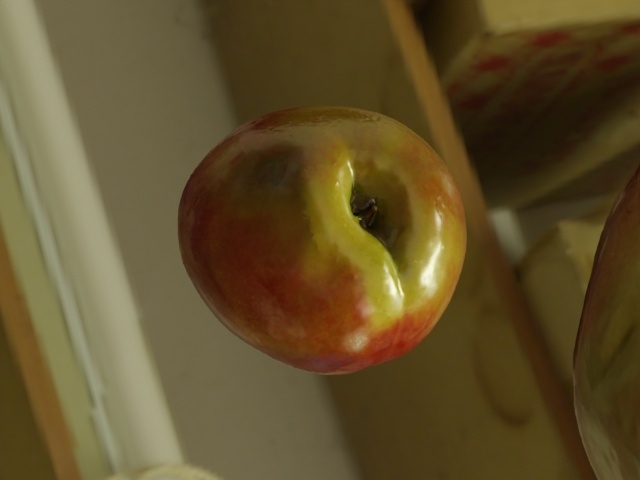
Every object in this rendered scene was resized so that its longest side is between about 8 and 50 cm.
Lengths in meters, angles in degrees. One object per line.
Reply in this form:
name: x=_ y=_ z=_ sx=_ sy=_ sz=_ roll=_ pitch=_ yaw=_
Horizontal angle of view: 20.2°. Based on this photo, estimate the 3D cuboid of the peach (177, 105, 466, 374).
peach: x=0.000 y=0.000 z=1.209 sx=0.192 sy=0.190 sz=0.190 roll=156 pitch=-81 yaw=-70

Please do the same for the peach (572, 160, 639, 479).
peach: x=0.203 y=0.062 z=0.547 sx=0.256 sy=0.232 sz=0.232 roll=50 pitch=-11 yaw=-27
